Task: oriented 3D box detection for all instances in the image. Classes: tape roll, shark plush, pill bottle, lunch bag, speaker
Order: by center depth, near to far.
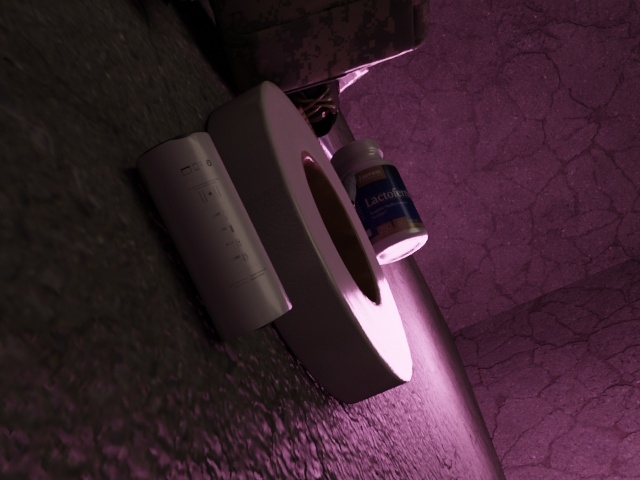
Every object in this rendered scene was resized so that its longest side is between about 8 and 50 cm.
[{"bbox_3d":[-0.071,-0.002,0.349,0.136,0.055,0.055,64,12,-2],"label":"speaker"},{"bbox_3d":[0.000,0.000,0.623,0.392,0.071,0.392,61,12,-22],"label":"tape roll"},{"bbox_3d":[-0.012,-0.370,0.667,0.256,0.304,0.213,75,0,-51],"label":"lunch bag"},{"bbox_3d":[0.038,-0.057,0.927,0.073,0.067,0.161,30,39,-10],"label":"shark plush"},{"bbox_3d":[0.124,-0.090,1.162,0.265,0.153,0.153,68,12,20],"label":"pill bottle"}]

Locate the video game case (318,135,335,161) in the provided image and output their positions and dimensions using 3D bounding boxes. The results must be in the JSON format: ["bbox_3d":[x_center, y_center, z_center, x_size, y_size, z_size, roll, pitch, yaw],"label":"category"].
[{"bbox_3d":[-0.013,-0.295,1.305,0.183,0.023,0.202,46,22,-57],"label":"video game case"}]

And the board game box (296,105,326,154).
[{"bbox_3d":[-0.027,-0.149,0.880,0.147,0.045,0.193,61,12,-16],"label":"board game box"}]

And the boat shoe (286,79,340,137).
[{"bbox_3d":[-0.009,-0.301,1.006,0.355,0.132,0.131,38,34,-82],"label":"boat shoe"}]

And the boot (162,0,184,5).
[{"bbox_3d":[-0.161,-0.374,0.497,0.207,0.094,0.247,96,-21,-47],"label":"boot"}]

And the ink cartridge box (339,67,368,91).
[{"bbox_3d":[-0.023,-0.471,1.214,0.171,0.168,0.233,36,29,-45],"label":"ink cartridge box"}]
